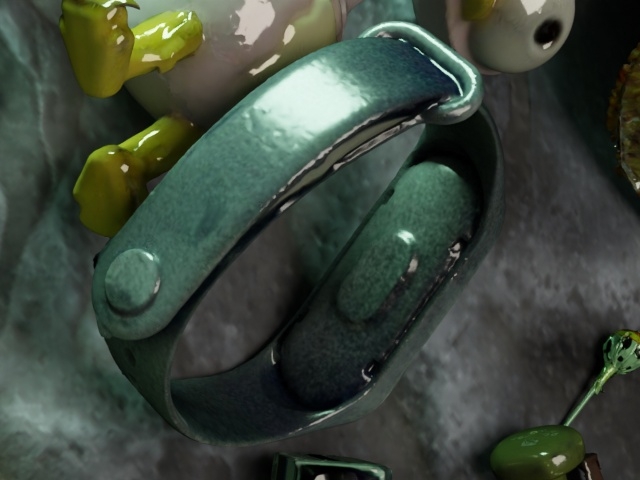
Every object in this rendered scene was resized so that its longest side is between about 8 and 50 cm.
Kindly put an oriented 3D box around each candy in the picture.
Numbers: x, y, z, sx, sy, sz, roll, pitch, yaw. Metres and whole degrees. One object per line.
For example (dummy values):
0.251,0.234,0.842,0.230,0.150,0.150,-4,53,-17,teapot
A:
0.155,0.083,1.075,0.025,0.023,0.083,37,67,5,candy

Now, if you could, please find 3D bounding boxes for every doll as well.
0.027,-0.122,0.915,0.365,0.094,0.160,-25,130,-33,doll

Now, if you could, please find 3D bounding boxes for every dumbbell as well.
0.128,0.158,1.028,0.046,0.052,0.118,-39,116,-63,dumbbell

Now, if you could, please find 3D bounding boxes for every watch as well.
0.000,0.000,0.857,0.206,0.068,0.193,-52,149,5,watch

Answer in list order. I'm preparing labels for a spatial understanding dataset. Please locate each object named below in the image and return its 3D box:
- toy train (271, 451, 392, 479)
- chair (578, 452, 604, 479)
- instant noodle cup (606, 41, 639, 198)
-0.013,0.228,0.910,0.055,0.048,0.251,9,88,-30,toy train
0.273,0.254,1.070,0.183,0.176,0.326,-15,95,-32,chair
0.346,-0.141,1.075,0.340,0.340,0.266,40,52,-32,instant noodle cup
